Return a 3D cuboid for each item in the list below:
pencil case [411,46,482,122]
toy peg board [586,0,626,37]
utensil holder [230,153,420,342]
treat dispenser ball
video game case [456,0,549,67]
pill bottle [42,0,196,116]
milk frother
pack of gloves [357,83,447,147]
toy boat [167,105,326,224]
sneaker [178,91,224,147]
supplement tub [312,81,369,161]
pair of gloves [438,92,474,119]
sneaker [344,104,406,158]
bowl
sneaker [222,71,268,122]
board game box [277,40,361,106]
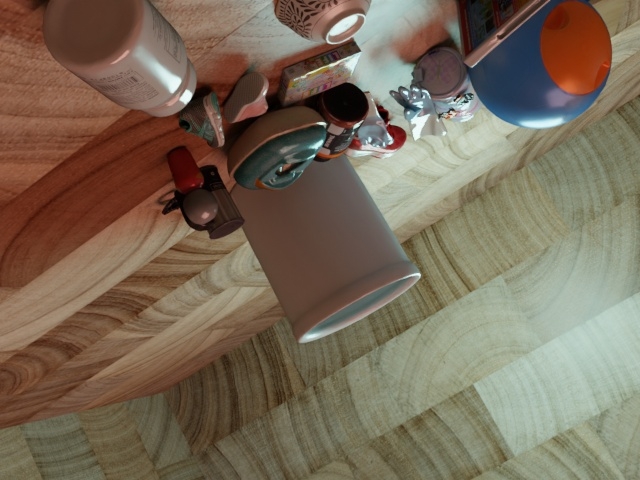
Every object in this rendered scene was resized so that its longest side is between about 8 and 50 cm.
[{"bbox_3d":[0.292,-0.346,1.868,0.124,0.113,0.273,-21,170,18],"label":"pencil case"},{"bbox_3d":[0.636,-0.541,1.980,0.161,0.079,0.160,-27,151,-12],"label":"toy peg board"},{"bbox_3d":[0.000,0.000,1.954,0.328,0.385,0.327,-28,166,-7],"label":"utensil holder"},{"bbox_3d":[0.451,-0.375,1.702,0.288,0.288,0.288,-27,167,-7],"label":"treat dispenser ball"},{"bbox_3d":[0.356,-0.459,1.461,0.025,0.204,0.285,31,131,-26],"label":"video game case"},{"bbox_3d":[-0.248,-0.244,1.077,0.131,0.131,0.229,-30,167,5],"label":"pill bottle"},{"bbox_3d":[-0.254,-0.060,1.746,0.129,0.134,0.143,-20,164,-30],"label":"milk frother"},{"bbox_3d":[0.158,-0.255,1.798,0.195,0.046,0.232,-12,154,18],"label":"pack of gloves"},{"bbox_3d":[-0.140,-0.141,1.628,0.318,0.148,0.267,-21,171,-25],"label":"toy boat"},{"bbox_3d":[-0.213,-0.211,1.466,0.076,0.065,0.166,-11,161,-5],"label":"sneaker"},{"bbox_3d":[0.024,-0.239,1.723,0.106,0.106,0.198,-23,165,-25],"label":"supplement tub"},{"bbox_3d":[0.294,-0.292,1.793,0.074,0.010,0.083,-13,155,-49],"label":"pair of gloves"},{"bbox_3d":[0.154,-0.260,1.962,0.221,0.087,0.128,-18,164,-43],"label":"sneaker"},{"bbox_3d":[0.022,-0.365,1.302,0.170,0.080,0.170,-28,166,-7],"label":"bowl"},{"bbox_3d":[-0.117,-0.260,1.474,0.070,0.051,0.134,-20,167,-41],"label":"sneaker"},{"bbox_3d":[-0.003,-0.313,1.557,0.154,0.026,0.103,-25,167,-17],"label":"board game box"}]
